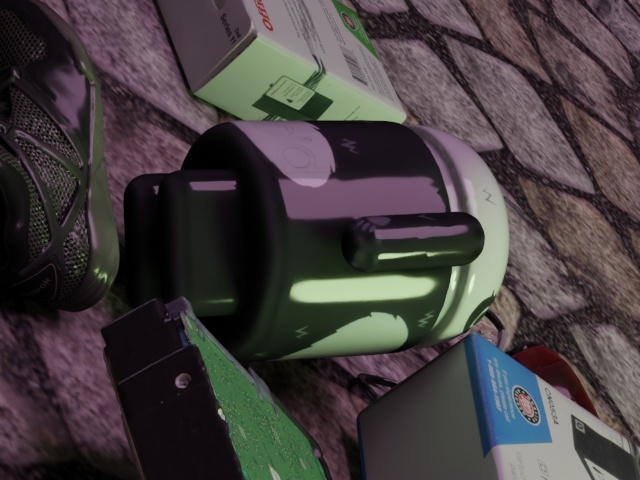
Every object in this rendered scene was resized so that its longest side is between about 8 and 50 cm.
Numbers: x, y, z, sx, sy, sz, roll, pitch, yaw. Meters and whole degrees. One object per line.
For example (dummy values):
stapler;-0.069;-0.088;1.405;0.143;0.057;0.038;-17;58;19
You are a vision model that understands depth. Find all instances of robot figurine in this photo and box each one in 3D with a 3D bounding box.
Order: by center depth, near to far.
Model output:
robot figurine;0.001;0.002;1.406;0.278;0.174;0.209;-2;39;-30

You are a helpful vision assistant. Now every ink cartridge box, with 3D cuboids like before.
ink cartridge box;0.183;0.244;1.450;0.307;0.129;0.223;35;30;-31
ink cartridge box;-0.038;-0.171;1.771;0.208;0.087;0.153;26;32;-44

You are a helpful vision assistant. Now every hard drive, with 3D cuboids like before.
hard drive;-0.015;0.218;1.141;0.237;0.064;0.339;53;12;-53

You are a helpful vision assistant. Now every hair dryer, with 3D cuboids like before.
hair dryer;0.150;0.161;1.641;0.293;0.080;0.224;37;41;-12

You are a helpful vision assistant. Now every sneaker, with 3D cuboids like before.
sneaker;-0.207;-0.070;1.277;0.130;0.087;0.228;19;54;-52
